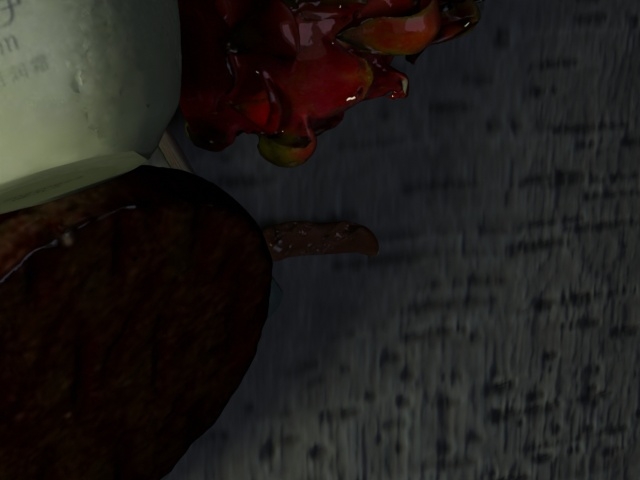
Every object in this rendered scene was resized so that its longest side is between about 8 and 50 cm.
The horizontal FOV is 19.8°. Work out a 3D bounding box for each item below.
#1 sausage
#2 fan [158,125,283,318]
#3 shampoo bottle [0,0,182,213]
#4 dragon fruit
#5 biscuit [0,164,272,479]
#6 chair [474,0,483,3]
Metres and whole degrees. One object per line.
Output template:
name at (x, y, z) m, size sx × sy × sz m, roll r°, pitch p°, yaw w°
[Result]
sausage at (0.000, 0.000, 1.914) m, size 0.158 × 0.036 × 0.042 m, roll 1°, pitch 106°, yaw -42°
fan at (-0.112, -0.019, 1.817) m, size 0.057 × 0.023 × 0.282 m, roll -41°, pitch 127°, yaw -15°
shampoo bottle at (-0.269, -0.174, 1.407) m, size 0.322 × 0.322 × 0.317 m, roll -25°, pitch 97°, yaw -35°
dragon fruit at (-0.006, -0.197, 1.676) m, size 0.243 × 0.307 × 0.227 m, roll -48°, pitch 124°, yaw -42°
biscuit at (-0.221, 0.102, 1.631) m, size 0.407 × 0.091 × 0.407 m, roll -30°, pitch 144°, yaw -24°
chair at (0.068, -0.355, 1.787) m, size 0.260 × 0.155 × 0.141 m, roll 44°, pitch 73°, yaw -39°
